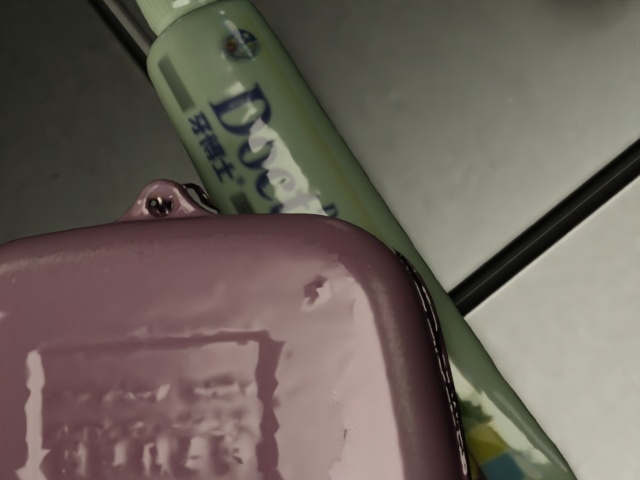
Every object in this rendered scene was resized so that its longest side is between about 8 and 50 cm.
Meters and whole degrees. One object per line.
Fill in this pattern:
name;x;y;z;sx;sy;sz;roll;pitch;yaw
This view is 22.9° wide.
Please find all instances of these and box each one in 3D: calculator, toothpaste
calculator;-0.047;0.124;0.489;0.194;0.043;0.294;-5;81;16
toothpaste;0.000;0.000;0.531;0.067;0.037;0.255;-31;74;5
